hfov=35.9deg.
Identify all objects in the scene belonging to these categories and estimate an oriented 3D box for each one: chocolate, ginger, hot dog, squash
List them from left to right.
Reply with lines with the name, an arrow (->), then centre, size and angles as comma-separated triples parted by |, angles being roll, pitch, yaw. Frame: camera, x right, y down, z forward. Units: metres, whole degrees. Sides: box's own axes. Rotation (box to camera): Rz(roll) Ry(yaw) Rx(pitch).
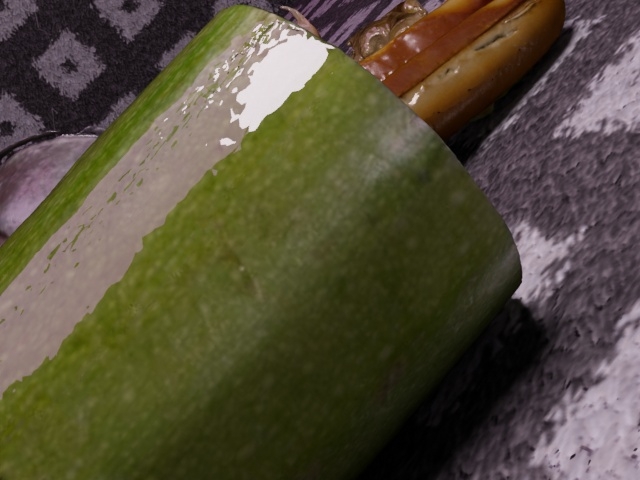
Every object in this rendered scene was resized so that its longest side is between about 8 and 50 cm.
chocolate -> -0.278, 0.042, 1.166 | 0.303, 0.303, 0.213 | -38, 33, 26
squash -> -0.094, 0.083, 0.603 | 0.384, 0.263, 0.263 | -48, 16, -7
ginger -> 0.097, -0.285, 1.403 | 0.133, 0.059, 0.214 | -34, 19, 11
hot dog -> 0.102, -0.139, 0.914 | 0.337, 0.100, 0.135 | -38, 27, -13

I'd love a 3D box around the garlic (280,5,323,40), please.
garlic -> -0.069, -0.253, 1.553 | 0.245, 0.164, 0.145 | -48, -2, -29
